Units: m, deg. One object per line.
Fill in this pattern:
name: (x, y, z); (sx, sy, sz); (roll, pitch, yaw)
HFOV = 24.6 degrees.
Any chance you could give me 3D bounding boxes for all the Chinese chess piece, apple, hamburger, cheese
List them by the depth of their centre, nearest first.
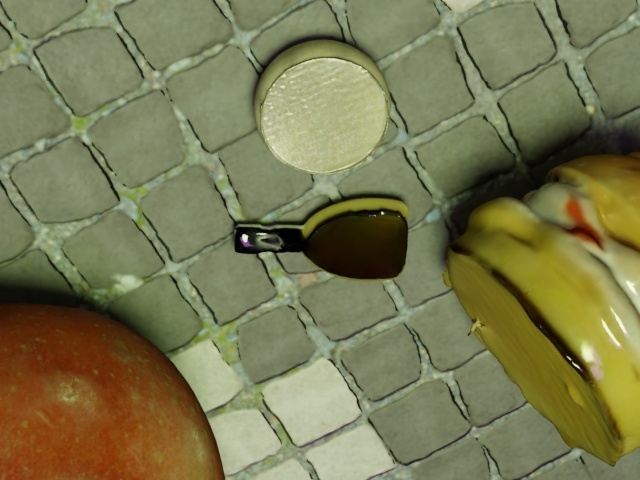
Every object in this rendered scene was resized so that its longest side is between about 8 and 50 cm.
Chinese chess piece: (0.002, -0.118, 1.301); (0.122, 0.051, 0.122); (-2, 118, -5)
apple: (-0.260, 0.221, 1.308); (0.349, 0.277, 0.348); (-9, 133, -10)
hamburger: (0.265, 0.040, 1.314); (0.237, 0.276, 0.276); (-39, 118, -9)
cheese: (0.000, 0.000, 1.371); (0.163, 0.036, 0.086); (-1, 121, -8)
